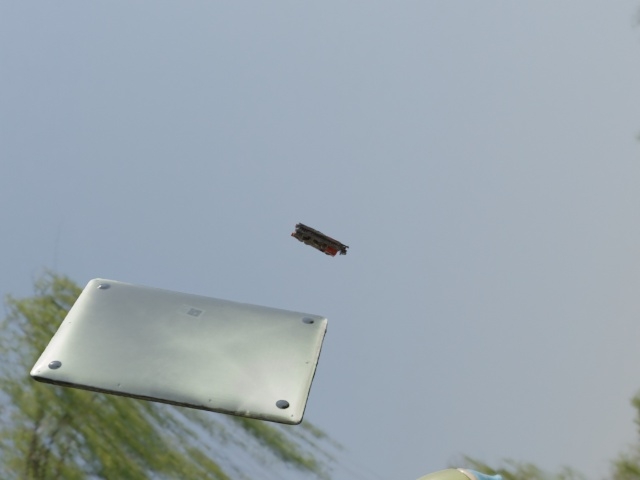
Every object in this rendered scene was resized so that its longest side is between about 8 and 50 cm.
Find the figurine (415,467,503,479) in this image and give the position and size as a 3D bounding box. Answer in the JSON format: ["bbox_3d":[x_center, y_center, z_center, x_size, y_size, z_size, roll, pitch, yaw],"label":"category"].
[{"bbox_3d":[0.117,0.372,1.219,0.261,0.180,0.154,-13,-9,-15],"label":"figurine"}]

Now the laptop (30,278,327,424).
[{"bbox_3d":[-0.136,0.107,1.059,0.188,0.268,0.015,-73,-9,-60],"label":"laptop"}]

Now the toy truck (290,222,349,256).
[{"bbox_3d":[0.000,0.000,1.505,0.024,0.083,0.032,-65,8,-22],"label":"toy truck"}]
